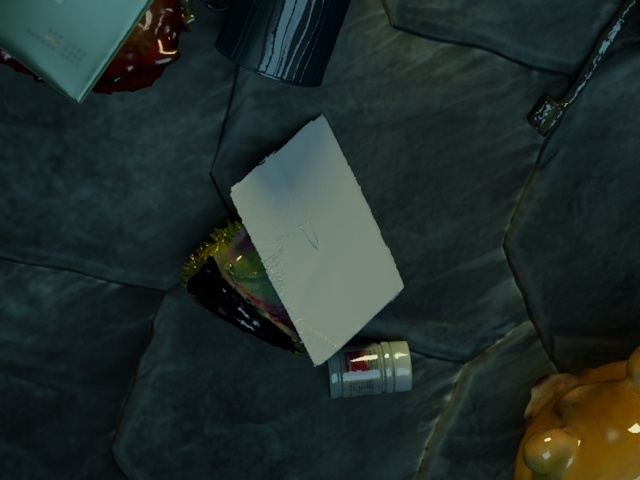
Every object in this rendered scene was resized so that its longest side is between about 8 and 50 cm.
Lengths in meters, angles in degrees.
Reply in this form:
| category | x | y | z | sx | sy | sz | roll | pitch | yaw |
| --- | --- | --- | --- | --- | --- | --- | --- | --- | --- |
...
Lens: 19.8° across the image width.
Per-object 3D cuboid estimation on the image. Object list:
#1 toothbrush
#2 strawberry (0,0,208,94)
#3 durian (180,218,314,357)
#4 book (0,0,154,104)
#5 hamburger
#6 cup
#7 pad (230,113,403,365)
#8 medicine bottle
| category | x | y | z | sx | sy | sz | roll | pitch | yaw |
| --- | --- | --- | --- | --- | --- | --- | --- | --- | --- |
| toothbrush | 0.314 | -0.232 | 1.913 | 0.030 | 0.030 | 0.297 | 34 | 106 | -8 |
| strawberry | -0.244 | -0.250 | 1.783 | 0.280 | 0.150 | 0.253 | -35 | 95 | 11 |
| durian | -0.070 | 0.033 | 1.959 | 0.187 | 0.119 | 0.108 | 43 | 64 | -32 |
| book | -0.220 | -0.347 | 1.673 | 0.264 | 0.031 | 0.379 | 37 | 101 | -3 |
| hamburger | 0.330 | 0.246 | 1.994 | 0.276 | 0.276 | 0.237 | -34 | 110 | 8 |
| cup | -0.044 | -0.243 | 1.821 | 0.150 | 0.113 | 0.138 | 17 | 108 | -15 |
| pad | 0.000 | 0.000 | 1.935 | 0.156 | 0.004 | 0.232 | -41 | 118 | -31 |
| medicine bottle | 0.053 | 0.142 | 2.023 | 0.091 | 0.058 | 0.058 | -5 | 113 | -4 |
